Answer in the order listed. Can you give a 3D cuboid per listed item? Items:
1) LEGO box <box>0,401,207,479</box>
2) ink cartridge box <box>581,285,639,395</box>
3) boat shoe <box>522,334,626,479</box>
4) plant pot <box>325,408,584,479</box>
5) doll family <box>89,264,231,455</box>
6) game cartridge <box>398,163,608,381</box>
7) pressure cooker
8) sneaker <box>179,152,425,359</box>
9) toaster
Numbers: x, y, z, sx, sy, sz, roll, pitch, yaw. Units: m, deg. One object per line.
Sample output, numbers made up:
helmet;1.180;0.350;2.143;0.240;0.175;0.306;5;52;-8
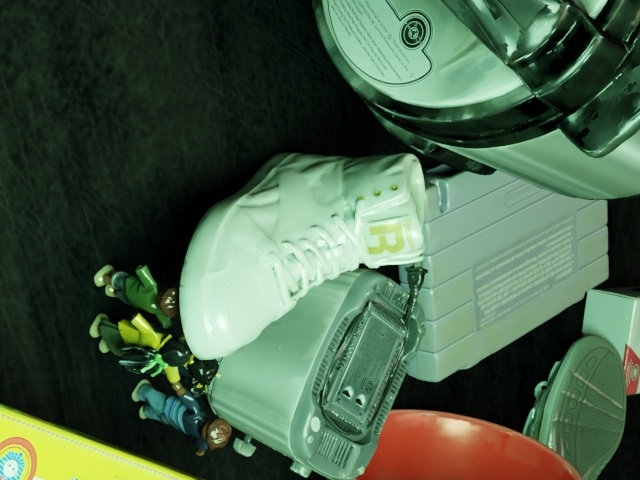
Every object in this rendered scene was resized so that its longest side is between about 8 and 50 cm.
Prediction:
LEGO box;-0.315;0.280;1.084;0.500;0.193;0.372;31;77;-47
ink cartridge box;0.412;0.127;1.994;0.175;0.072;0.127;0;99;-49
boat shoe;0.282;0.267;1.874;0.118;0.103;0.320;25;74;-30
plant pot;0.120;0.338;1.583;0.275;0.275;0.243;-10;115;-48
doll family;-0.131;0.106;1.324;0.076;0.111;0.193;-53;135;-26
game cartridge;0.211;-0.002;1.740;0.355;0.068;0.230;-24;121;-44
pressure cooker;0.196;-0.248;1.417;0.420;0.370;0.375;16;84;-54
sneaker;0.000;0.000;1.338;0.292;0.169;0.108;-58;139;-52
toaster;-0.006;0.104;1.443;0.129;0.146;0.227;37;72;-48
